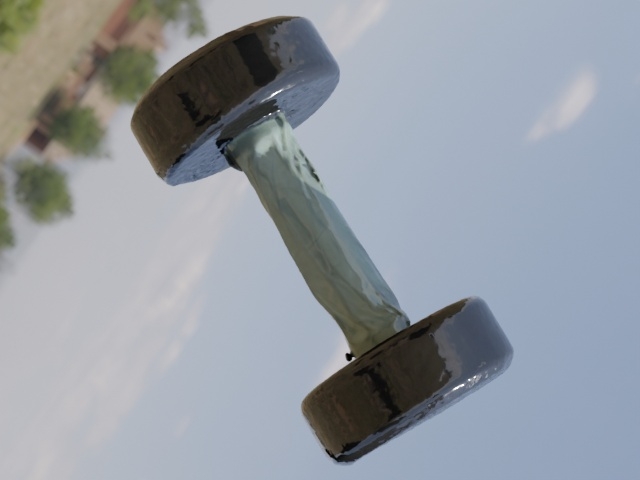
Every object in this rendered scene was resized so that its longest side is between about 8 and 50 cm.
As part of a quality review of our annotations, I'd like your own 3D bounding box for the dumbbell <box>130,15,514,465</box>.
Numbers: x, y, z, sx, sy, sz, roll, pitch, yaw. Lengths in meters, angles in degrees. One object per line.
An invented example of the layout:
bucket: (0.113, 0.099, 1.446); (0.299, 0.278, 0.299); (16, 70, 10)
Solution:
dumbbell: (0.000, 0.000, 0.815); (0.100, 0.191, 0.100); (-30, 171, -5)
